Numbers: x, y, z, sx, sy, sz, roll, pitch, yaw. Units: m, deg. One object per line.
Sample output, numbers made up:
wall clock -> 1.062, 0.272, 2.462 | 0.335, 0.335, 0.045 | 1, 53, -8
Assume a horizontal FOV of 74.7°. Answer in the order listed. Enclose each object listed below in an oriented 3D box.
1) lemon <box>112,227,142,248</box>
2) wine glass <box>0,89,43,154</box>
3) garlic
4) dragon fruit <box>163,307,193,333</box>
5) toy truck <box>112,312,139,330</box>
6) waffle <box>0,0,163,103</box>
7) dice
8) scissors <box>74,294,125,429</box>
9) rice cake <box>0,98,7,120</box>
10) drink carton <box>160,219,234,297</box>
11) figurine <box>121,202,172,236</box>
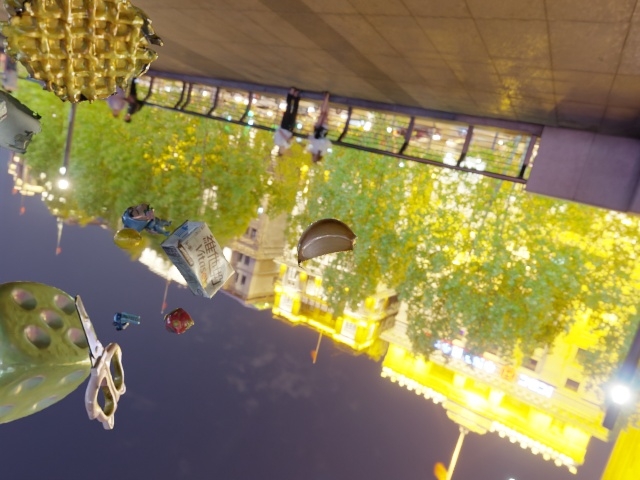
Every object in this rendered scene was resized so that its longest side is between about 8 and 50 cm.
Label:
lemon -> -0.572, -0.005, 1.247 | 0.092, 0.065, 0.065 | -6, -174, 11
wine glass -> -0.860, -0.335, 1.015 | 0.321, 0.144, 0.143 | 30, 176, -42
garlic -> 0.000, 0.005, 1.303 | 0.206, 0.128, 0.115 | -22, 177, -16
dragon fruit -> -0.426, 0.236, 1.237 | 0.083, 0.060, 0.056 | 5, -152, 30
toy truck -> -0.763, 0.314, 1.653 | 0.089, 0.073, 0.056 | -6, -131, -6
waffle -> -0.679, -0.575, 1.206 | 0.095, 0.379, 0.382 | 52, 179, 25
dice -> -0.720, 0.262, 0.992 | 0.254, 0.252, 0.249 | 52, -174, 22
scissors -> -0.423, 0.227, 0.801 | 0.024, 0.318, 0.160 | 1, -145, -5
rice cake -> -0.697, -0.235, 0.857 | 0.034, 0.043, 0.211 | 9, -144, -21
drink carton -> -0.561, 0.085, 1.944 | 0.131, 0.325, 0.194 | 7, -136, 36
figurine -> -0.641, -0.084, 1.570 | 0.178, 0.144, 0.114 | 21, -139, -35
